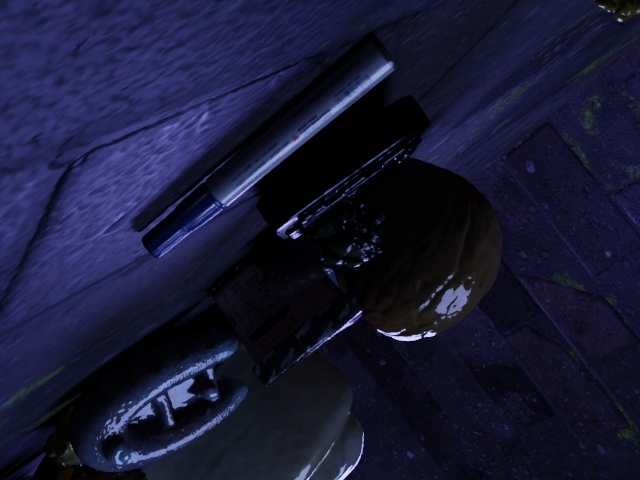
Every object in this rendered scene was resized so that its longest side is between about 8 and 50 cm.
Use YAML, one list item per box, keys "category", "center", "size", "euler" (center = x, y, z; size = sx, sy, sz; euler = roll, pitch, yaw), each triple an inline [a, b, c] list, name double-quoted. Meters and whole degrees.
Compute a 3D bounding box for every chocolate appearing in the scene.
- category: "chocolate"
  center: [-0.110, 0.283, 1.325]
  size: [0.326, 0.297, 0.314]
  euler: [-39, -172, 43]

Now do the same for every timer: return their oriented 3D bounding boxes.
- category: "timer"
  center: [0.013, -0.060, 0.725]
  size: [0.144, 0.055, 0.187]
  euler: [-35, 179, -1]

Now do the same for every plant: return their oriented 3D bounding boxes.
- category: "plant"
  center: [0.000, 0.000, 0.950]
  size: [0.143, 0.092, 0.094]
  euler: [-31, 170, 20]

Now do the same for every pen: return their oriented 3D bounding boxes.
- category: "pen"
  center: [-0.036, -0.055, 0.567]
  size: [0.204, 0.025, 0.025]
  euler: [-38, 175, 15]

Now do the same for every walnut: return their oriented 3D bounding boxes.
- category: "walnut"
  center: [0.117, 0.013, 1.119]
  size: [0.228, 0.228, 0.228]
  euler: [-37, 175, -4]

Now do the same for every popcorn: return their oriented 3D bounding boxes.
- category: "popcorn"
  center: [-0.299, 0.255, 1.160]
  size: [0.096, 0.089, 0.109]
  euler: [-13, 154, 32]

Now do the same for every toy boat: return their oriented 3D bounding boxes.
- category: "toy boat"
  center: [-0.189, 0.203, 1.074]
  size: [0.227, 0.085, 0.155]
  euler: [-23, 130, -23]

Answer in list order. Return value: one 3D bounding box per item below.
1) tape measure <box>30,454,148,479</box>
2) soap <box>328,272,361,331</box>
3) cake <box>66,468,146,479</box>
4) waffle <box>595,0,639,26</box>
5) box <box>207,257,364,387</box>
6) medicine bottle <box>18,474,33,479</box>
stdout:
- category: "tape measure"
  center: [-0.366, 0.410, 1.439]
  size: [0.223, 0.202, 0.135]
  euler: [-44, -177, -33]
- category: "soap"
  center: [0.008, 0.112, 1.721]
  size: [0.193, 0.109, 0.324]
  euler: [-45, -178, -35]
- category: "cake"
  center: [-0.370, 0.465, 1.170]
  size: [0.282, 0.256, 0.290]
  euler: [2, 155, -43]
- category: "waffle"
  center: [0.472, -0.362, 1.028]
  size: [0.259, 0.069, 0.293]
  euler: [-31, 174, -40]
- category: "box"
  center: [-0.047, 0.077, 1.058]
  size: [0.151, 0.135, 0.151]
  euler: [-39, 175, -4]
- category: "medicine bottle"
  center: [-0.505, 0.507, 1.586]
  size: [0.170, 0.170, 0.293]
  euler: [-34, 173, -32]
